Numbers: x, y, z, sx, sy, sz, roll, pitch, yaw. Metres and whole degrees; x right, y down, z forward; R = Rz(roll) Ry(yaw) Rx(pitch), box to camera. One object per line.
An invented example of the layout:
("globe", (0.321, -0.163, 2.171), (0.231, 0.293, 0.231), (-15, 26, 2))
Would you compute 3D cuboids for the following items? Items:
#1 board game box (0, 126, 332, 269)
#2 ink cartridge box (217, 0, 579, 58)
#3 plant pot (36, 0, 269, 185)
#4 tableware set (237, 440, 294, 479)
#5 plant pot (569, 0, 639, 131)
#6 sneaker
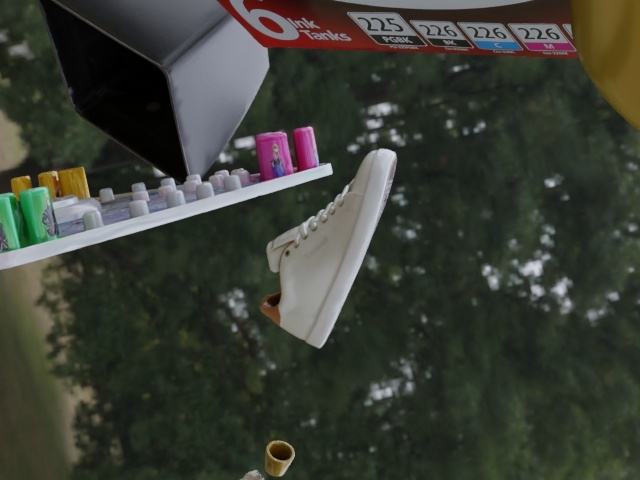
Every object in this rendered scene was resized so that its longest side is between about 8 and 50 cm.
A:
("board game box", (-0.252, -0.028, 0.988), (0.390, 0.390, 0.050), (-6, -82, 37))
("ink cartridge box", (0.027, -0.230, 0.642), (0.309, 0.130, 0.272), (10, -20, 40))
("plant pot", (-0.156, -0.202, 1.195), (0.188, 0.167, 0.187), (34, -27, 24))
("tableware set", (0.004, 0.205, 0.827), (0.154, 0.104, 0.024), (40, -50, 31))
("plant pot", (0.203, -0.169, 0.341), (0.254, 0.254, 0.239), (-116, -168, -50))
("sneaker", (0.000, 0.000, 1.448), (0.106, 0.123, 0.290), (-59, 174, -65))
